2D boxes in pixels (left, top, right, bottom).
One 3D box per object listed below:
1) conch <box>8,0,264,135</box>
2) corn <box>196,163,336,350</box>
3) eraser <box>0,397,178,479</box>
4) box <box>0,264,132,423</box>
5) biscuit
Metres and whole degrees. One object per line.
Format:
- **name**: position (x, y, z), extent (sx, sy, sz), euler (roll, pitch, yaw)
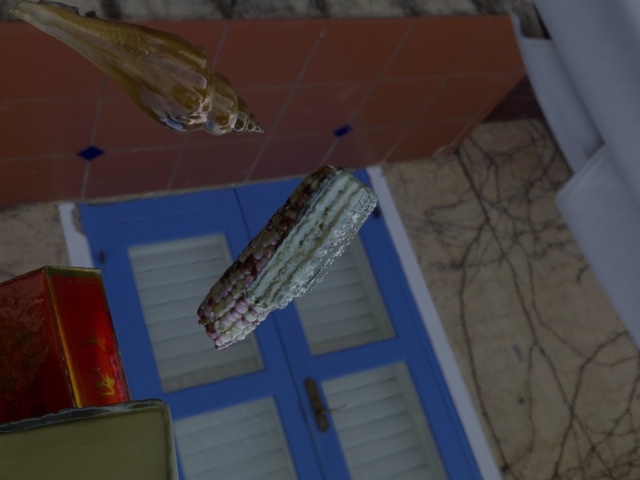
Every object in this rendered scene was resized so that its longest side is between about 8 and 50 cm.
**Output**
- **conch**: position (-0.208, -0.195, 0.911), extent (0.330, 0.093, 0.109), euler (18, 159, -32)
- **corn**: position (-0.055, 0.021, 0.955), extent (0.280, 0.092, 0.092), euler (-45, 158, 6)
- **eraser**: position (-0.168, 0.155, 0.433), extent (0.172, 0.117, 0.058), euler (-8, 115, -11)
- **box**: position (-0.315, 0.162, 0.641), extent (0.314, 0.197, 0.089), euler (-19, 171, 13)
- **biscuit**: position (0.000, 0.000, 0.773), extent (0.147, 0.046, 0.250), euler (-52, 176, 4)
